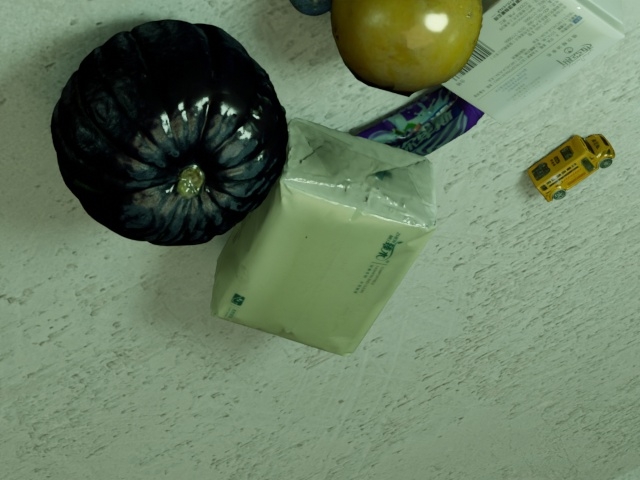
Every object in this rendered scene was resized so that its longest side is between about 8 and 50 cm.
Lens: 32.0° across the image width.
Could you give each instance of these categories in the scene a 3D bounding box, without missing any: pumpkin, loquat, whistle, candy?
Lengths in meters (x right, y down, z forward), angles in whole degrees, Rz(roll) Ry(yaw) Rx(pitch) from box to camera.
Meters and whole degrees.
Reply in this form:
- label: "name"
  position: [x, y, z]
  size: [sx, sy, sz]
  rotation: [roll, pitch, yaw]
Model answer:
- label: "pumpkin"
  position: [-0.227, -0.164, 1.733]
  size: [0.363, 0.266, 0.363]
  rotation: [-9, 132, -11]
- label: "loquat"
  position: [0.129, -0.334, 1.678]
  size: [0.235, 0.235, 0.235]
  rotation: [-11, 137, -11]
- label: "whistle"
  position: [-0.024, -0.398, 1.710]
  size: [0.158, 0.090, 0.090]
  rotation: [34, 116, -29]
- label: "candy"
  position: [0.175, -0.202, 2.004]
  size: [0.275, 0.070, 0.145]
  rotation: [-30, 144, 4]

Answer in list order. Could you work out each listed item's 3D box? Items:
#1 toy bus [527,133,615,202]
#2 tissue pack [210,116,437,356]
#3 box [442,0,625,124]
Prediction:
- label: "toy bus"
  position: [0.490, -0.151, 2.179]
  size: [0.162, 0.069, 0.074]
  rotation: [-36, 134, 18]
- label: "tissue pack"
  position: [0.000, 0.000, 1.983]
  size: [0.297, 0.207, 0.380]
  rotation: [15, 133, -14]
- label: "box"
  position: [0.319, -0.340, 1.805]
  size: [0.203, 0.116, 0.274]
  rotation: [27, 138, -26]
